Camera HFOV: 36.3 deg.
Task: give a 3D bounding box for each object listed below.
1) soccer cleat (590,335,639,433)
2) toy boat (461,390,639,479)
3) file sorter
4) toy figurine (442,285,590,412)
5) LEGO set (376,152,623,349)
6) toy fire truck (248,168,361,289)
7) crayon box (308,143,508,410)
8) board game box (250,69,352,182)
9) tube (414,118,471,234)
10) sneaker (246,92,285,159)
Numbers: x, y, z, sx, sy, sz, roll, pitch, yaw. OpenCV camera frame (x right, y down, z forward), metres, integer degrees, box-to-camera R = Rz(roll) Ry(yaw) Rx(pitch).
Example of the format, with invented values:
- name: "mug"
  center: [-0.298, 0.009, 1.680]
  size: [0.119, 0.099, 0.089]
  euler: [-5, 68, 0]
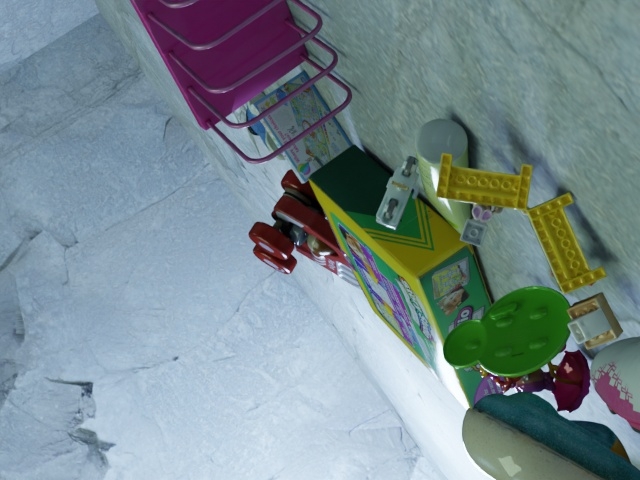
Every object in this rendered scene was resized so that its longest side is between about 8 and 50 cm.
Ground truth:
- name: "soccer cleat"
  center: [0.335, 0.104, 0.807]
  size: [0.331, 0.116, 0.143]
  euler: [-157, 49, -70]
- name: "toy boat"
  center: [0.331, 0.268, 1.128]
  size: [0.267, 0.148, 0.318]
  euler: [32, 173, -28]
- name: "file sorter"
  center: [-0.104, -0.283, 1.343]
  size: [0.182, 0.202, 0.290]
  euler: [42, 165, 44]
- name: "toy figurine"
  center: [0.266, 0.160, 1.226]
  size: [0.159, 0.173, 0.130]
  euler: [48, -144, -35]
- name: "LEGO set"
  center: [0.206, -0.009, 1.033]
  size: [0.287, 0.132, 0.107]
  euler: [31, -174, 6]
- name: "toy fire truck"
  center: [0.000, 0.000, 2.057]
  size: [0.254, 0.169, 0.302]
  euler: [29, 167, 8]
- name: "crayon box"
  center: [0.152, 0.065, 1.568]
  size: [0.313, 0.106, 0.363]
  euler: [45, 167, 45]
- name: "board game box"
  center: [-0.029, -0.186, 1.603]
  size: [0.154, 0.103, 0.026]
  euler: [57, 171, -8]
- name: "tube"
  center: [0.156, -0.070, 1.218]
  size: [0.240, 0.062, 0.070]
  euler: [64, -151, -68]
- name: "sneaker"
  center: [-0.106, -0.225, 2.000]
  size: [0.152, 0.058, 0.084]
  euler: [58, 166, 7]
